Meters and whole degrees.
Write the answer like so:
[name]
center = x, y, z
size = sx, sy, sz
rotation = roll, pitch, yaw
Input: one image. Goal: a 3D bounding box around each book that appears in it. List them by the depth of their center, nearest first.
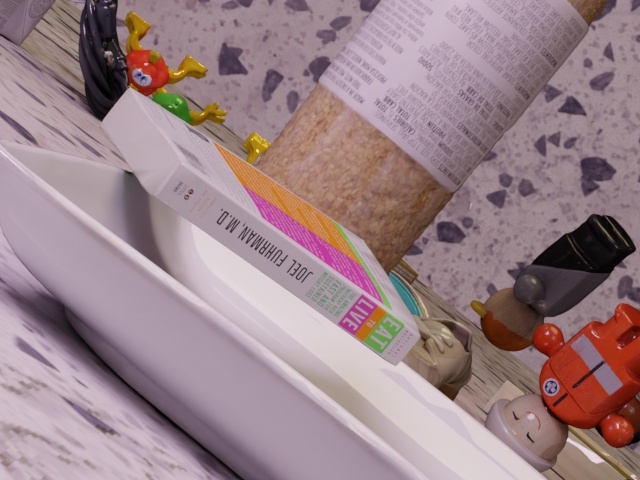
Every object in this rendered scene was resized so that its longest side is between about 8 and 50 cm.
[book]
center = -0.026, -0.006, 0.867
size = 0.144, 0.035, 0.096
rotation = 36, 6, -29

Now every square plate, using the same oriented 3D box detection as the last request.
[square plate]
center = 0.028, 0.090, 0.815
size = 0.344, 0.049, 0.347
rotation = 38, 3, 7

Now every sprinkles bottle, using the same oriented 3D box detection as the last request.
[sprinkles bottle]
center = 0.071, -0.101, 1.245
size = 0.121, 0.355, 0.121
rotation = 39, 3, -3

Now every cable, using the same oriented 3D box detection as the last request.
[cable]
center = -0.179, -0.187, 1.650
size = 0.184, 0.047, 0.151
rotation = -100, -177, -65

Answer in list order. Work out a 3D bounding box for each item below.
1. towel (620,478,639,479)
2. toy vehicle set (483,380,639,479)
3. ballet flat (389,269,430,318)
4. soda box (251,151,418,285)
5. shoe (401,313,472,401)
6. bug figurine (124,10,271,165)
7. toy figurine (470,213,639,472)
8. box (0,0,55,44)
[towel]
center = 0.355, 0.291, 1.446
size = 0.227, 0.076, 0.308
rotation = 38, 3, -24
[toy vehicle set]
center = 0.276, 0.232, 1.758
size = 0.267, 0.035, 0.166
rotation = 40, 3, 26
[ballet flat]
center = 0.032, 0.040, 1.579
size = 0.168, 0.057, 0.052
rotation = 41, -6, 30
[soda box]
center = 0.000, 0.000, 1.698
size = 0.181, 0.061, 0.058
rotation = 36, 5, -37
[shoe]
center = 0.070, 0.076, 1.417
size = 0.076, 0.058, 0.219
rotation = 39, 3, 15
[bug figurine]
center = -0.089, -0.091, 1.814
size = 0.279, 0.072, 0.216
rotation = 36, -9, -2
[toy figurine]
center = 0.216, 0.110, 1.425
size = 0.213, 0.148, 0.209
rotation = 36, 23, -24
[box]
center = -0.362, -0.303, 1.681
size = 0.290, 0.087, 0.169
rotation = 40, 4, 21
